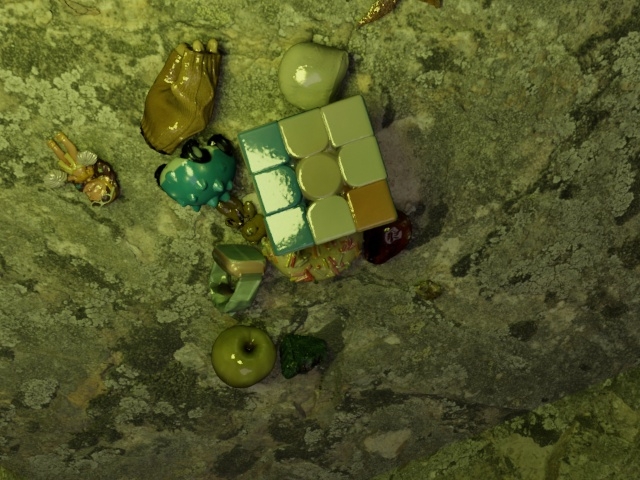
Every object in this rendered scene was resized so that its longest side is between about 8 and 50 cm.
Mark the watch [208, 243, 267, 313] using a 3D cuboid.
[{"bbox_3d":[-0.311,0.145,1.656,0.161,0.253,0.241,3,108,-34],"label":"watch"}]

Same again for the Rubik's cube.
[{"bbox_3d":[-0.005,-0.172,1.346,0.346,0.346,0.344,-18,94,1],"label":"Rubik's cube"}]

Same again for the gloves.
[{"bbox_3d":[-0.372,-0.398,1.290,0.155,0.203,0.356,6,133,-43],"label":"gloves"}]

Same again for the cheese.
[{"bbox_3d":[-0.028,-0.456,1.323,0.189,0.154,0.198,15,123,-14],"label":"cheese"}]

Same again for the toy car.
[{"bbox_3d":[-0.346,-0.186,1.392,0.188,0.255,0.190,-33,94,27],"label":"toy car"}]

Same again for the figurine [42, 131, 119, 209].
[{"bbox_3d":[-0.708,-0.205,1.402,0.174,0.116,0.240,-33,119,11],"label":"figurine"}]

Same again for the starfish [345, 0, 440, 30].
[{"bbox_3d":[0.217,-0.700,1.247,0.302,0.060,0.299,2,123,-13],"label":"starfish"}]

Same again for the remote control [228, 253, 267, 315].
[{"bbox_3d":[-0.272,0.162,1.774,0.051,0.103,0.293,34,117,-2],"label":"remote control"}]

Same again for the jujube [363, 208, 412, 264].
[{"bbox_3d":[0.234,-0.007,1.707,0.168,0.168,0.236,8,130,-17],"label":"jujube"}]

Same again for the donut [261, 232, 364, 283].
[{"bbox_3d":[-0.002,0.009,1.659,0.371,0.150,0.307,-39,128,10],"label":"donut"}]

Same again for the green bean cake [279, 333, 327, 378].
[{"bbox_3d":[-0.064,0.497,2.001,0.208,0.193,0.107,12,117,-21],"label":"green bean cake"}]

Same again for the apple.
[{"bbox_3d":[-0.310,0.473,1.900,0.262,0.262,0.262,-5,127,-7],"label":"apple"}]

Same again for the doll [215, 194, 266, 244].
[{"bbox_3d":[-0.268,-0.070,1.602,0.209,0.097,0.137,37,118,-25],"label":"doll"}]

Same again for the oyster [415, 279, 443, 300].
[{"bbox_3d":[0.461,0.210,1.988,0.121,0.045,0.146,-23,129,-11],"label":"oyster"}]
